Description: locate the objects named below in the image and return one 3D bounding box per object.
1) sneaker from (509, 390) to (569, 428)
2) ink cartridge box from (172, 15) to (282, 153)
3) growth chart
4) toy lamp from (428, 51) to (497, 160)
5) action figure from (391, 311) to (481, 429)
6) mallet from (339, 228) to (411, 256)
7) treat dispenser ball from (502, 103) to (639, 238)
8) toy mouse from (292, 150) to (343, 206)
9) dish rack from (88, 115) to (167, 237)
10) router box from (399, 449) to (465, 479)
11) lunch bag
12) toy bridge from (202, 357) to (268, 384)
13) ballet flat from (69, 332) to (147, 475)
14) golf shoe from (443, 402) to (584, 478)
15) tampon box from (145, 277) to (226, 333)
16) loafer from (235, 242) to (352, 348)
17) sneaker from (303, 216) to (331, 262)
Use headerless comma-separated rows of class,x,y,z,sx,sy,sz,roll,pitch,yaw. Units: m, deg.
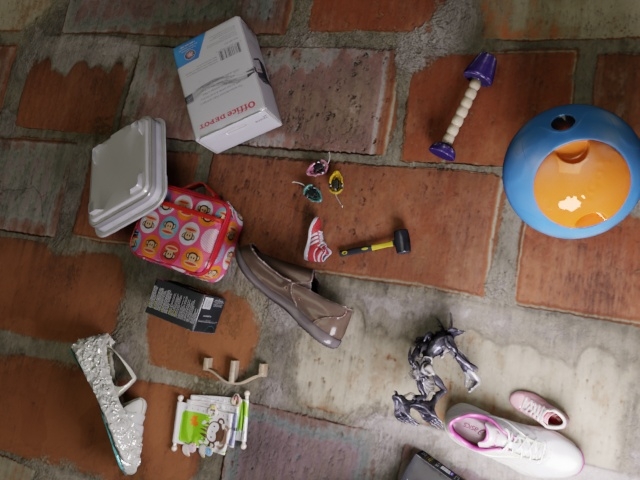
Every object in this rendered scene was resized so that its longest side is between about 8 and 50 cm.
sneaker,0.481,0.374,1.417,0.134,0.070,0.050,25,91,24
ink cartridge box,-0.264,-0.435,1.818,0.223,0.129,0.307,-21,73,15
growth chart,-0.292,0.488,1.707,0.238,0.021,0.171,-6,79,20
toy lamp,0.358,-0.336,1.597,0.080,0.080,0.274,24,88,23
action figure,0.266,0.302,1.473,0.164,0.141,0.275,-20,27,46
mallet,0.140,0.026,1.634,0.190,0.039,0.062,-19,76,21
treat dispenser ball,0.539,-0.147,1.381,0.288,0.288,0.288,-4,78,20
toy mouse,-0.005,-0.157,1.721,0.143,0.031,0.160,-5,78,19
dish rack,-0.571,-0.199,1.857,0.286,0.072,0.332,-25,54,24
router box,0.243,0.673,1.439,0.243,0.081,0.308,32,92,23
lunch bag,-0.365,-0.039,1.790,0.293,0.120,0.258,16,81,24
toy bridge,-0.230,0.350,1.708,0.188,0.026,0.063,1,81,21
ballet flat,-0.558,0.428,1.764,0.147,0.147,0.408,-35,71,11
golf shoe,0.411,0.443,1.393,0.306,0.140,0.115,12,82,21
tampon box,-0.363,0.176,1.740,0.161,0.120,0.101,18,87,22
loafer,-0.062,0.117,1.647,0.366,0.134,0.130,40,90,12
sneaker,0.000,0.000,1.683,0.067,0.042,0.118,13,92,26
